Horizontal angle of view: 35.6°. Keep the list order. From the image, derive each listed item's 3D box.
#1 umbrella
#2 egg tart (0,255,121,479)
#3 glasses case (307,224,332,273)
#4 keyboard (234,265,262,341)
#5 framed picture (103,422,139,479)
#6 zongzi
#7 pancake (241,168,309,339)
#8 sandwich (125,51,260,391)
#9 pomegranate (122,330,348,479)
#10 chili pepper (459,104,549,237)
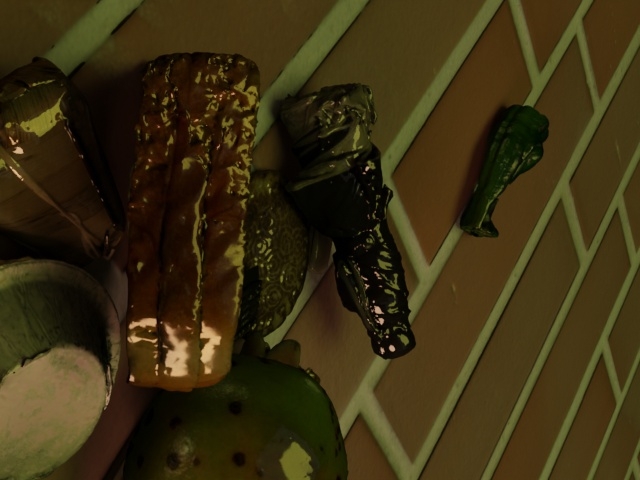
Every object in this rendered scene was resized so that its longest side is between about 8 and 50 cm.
[{"bbox_3d":[0.045,-0.013,1.189,0.106,0.113,0.357,-55,132,-61],"label":"umbrella"},{"bbox_3d":[-0.251,0.126,0.827,0.234,0.094,0.234,-32,134,-40],"label":"egg tart"},{"bbox_3d":[0.000,0.000,1.240,0.032,0.021,0.083,11,86,-52],"label":"glasses case"},{"bbox_3d":[-0.082,0.069,1.032,0.196,0.015,0.074,-25,127,-84],"label":"keyboard"},{"bbox_3d":[-0.200,0.344,1.029,0.260,0.023,0.189,-60,139,-27],"label":"framed picture"},{"bbox_3d":[-0.266,-0.032,0.821,0.197,0.099,0.194,-34,136,-19],"label":"zongzi"},{"bbox_3d":[-0.070,0.017,1.148,0.199,0.021,0.199,-15,108,-52],"label":"pancake"},{"bbox_3d":[-0.118,-0.023,0.862,0.099,0.301,0.271,1,98,-11],"label":"sandwich"},{"bbox_3d":[-0.079,0.223,1.014,0.286,0.231,0.230,-23,119,-85],"label":"pomegranate"},{"bbox_3d":[0.291,-0.113,1.577,0.253,0.083,0.099,-61,149,-22],"label":"chili pepper"}]
